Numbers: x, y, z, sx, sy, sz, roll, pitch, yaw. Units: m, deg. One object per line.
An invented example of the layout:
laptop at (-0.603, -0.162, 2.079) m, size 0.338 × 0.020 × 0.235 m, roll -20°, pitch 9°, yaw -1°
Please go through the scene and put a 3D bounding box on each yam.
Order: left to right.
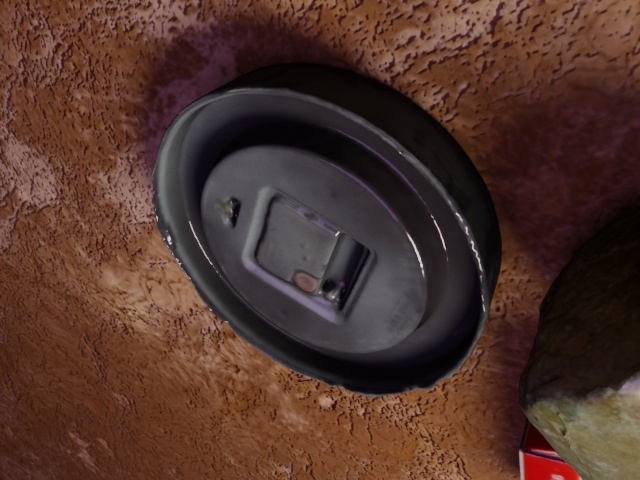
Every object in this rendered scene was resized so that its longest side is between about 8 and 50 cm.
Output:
yam at (0.270, 0.126, 0.495) m, size 0.300 × 0.195 × 0.195 m, roll 49°, pitch 138°, yaw -12°

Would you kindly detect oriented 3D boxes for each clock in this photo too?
clock at (0.000, 0.000, 0.664) m, size 0.325 × 0.067 × 0.325 m, roll 19°, pitch 134°, yaw 21°

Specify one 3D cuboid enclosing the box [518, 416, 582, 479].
box at (0.214, 0.216, 0.662) m, size 0.050 × 0.123 × 0.229 m, roll 6°, pitch 129°, yaw 26°
